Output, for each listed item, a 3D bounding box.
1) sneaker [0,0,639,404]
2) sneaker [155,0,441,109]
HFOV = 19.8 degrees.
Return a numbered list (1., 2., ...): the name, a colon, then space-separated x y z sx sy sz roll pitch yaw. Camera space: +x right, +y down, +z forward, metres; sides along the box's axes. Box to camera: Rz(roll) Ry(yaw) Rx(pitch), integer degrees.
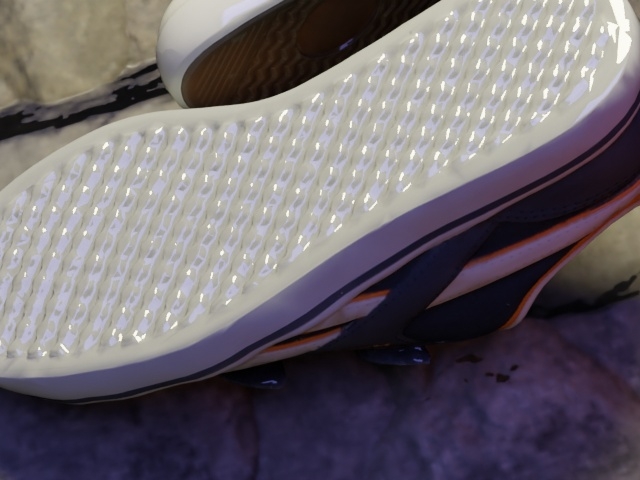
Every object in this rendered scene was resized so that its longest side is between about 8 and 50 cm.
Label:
1. sneaker: 0.000 0.000 0.779 0.321 0.127 0.126 -20 59 17
2. sneaker: 0.025 -0.157 0.858 0.290 0.106 0.123 -31 66 -25
